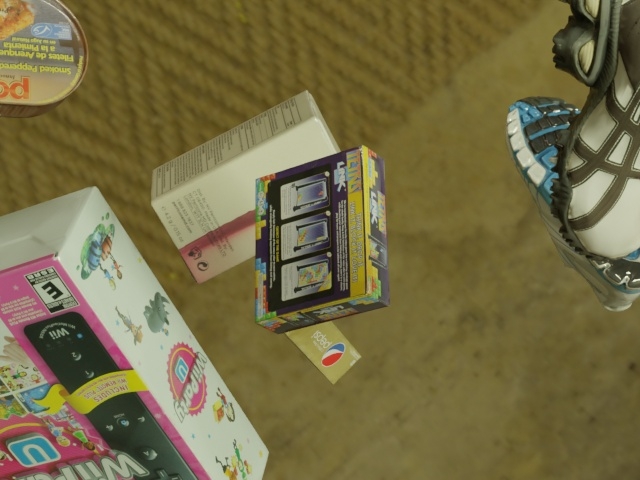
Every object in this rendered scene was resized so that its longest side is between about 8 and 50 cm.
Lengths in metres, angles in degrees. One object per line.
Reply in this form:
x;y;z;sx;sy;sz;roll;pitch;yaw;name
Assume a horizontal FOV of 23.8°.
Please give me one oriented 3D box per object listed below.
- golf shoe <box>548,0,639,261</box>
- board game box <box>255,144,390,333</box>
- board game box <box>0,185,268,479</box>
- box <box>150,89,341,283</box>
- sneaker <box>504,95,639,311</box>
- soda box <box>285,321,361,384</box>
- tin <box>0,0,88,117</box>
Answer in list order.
0.163;-0.055;0.732;0.077;0.093;0.198;-55;150;-33;golf shoe
0.000;0.000;1.589;0.141;0.170;0.048;-15;153;29;board game box
-0.211;0.126;1.234;0.224;0.097;0.303;-17;124;22;board game box
-0.084;-0.069;1.907;0.232;0.149;0.127;-27;109;5;box
0.193;-0.025;1.175;0.071;0.191;0.083;-17;152;-14;sneaker
-0.010;0.124;2.036;0.058;0.061;0.181;-45;147;-4;soda box
-0.270;-0.146;1.151;0.189;0.106;0.040;1;155;-31;tin
